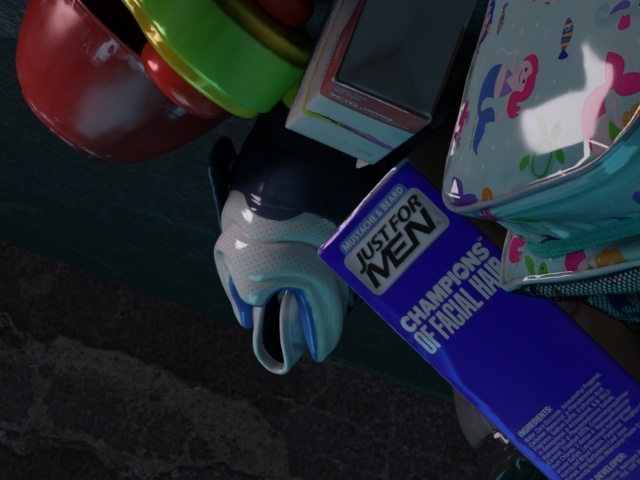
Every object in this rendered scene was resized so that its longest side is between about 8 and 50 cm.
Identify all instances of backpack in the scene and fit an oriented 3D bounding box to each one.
[{"bbox_3d":[0.184,-0.073,0.767,0.191,0.225,0.253,22,167,-30],"label":"backpack"}]

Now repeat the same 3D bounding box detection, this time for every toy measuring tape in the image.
[{"bbox_3d":[-0.105,-0.167,1.168,0.330,0.121,0.121,35,164,-33],"label":"toy measuring tape"}]

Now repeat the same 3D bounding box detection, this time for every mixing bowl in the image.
[{"bbox_3d":[-0.155,-0.122,1.324,0.181,0.098,0.181,40,-166,-12],"label":"mixing bowl"}]

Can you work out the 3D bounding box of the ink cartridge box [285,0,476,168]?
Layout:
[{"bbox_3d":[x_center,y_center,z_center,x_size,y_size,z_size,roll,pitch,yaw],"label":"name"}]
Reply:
[{"bbox_3d":[0.035,-0.118,1.128,0.067,0.115,0.198,22,169,-7],"label":"ink cartridge box"}]

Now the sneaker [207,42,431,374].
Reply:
[{"bbox_3d":[0.000,0.000,1.465,0.130,0.236,0.323,19,169,17],"label":"sneaker"}]

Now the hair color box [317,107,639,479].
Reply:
[{"bbox_3d":[0.176,0.065,1.267,0.339,0.110,0.185,43,-152,3],"label":"hair color box"}]

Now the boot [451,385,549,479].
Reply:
[{"bbox_3d":[0.189,0.092,1.449,0.338,0.118,0.222,19,-142,-57],"label":"boot"}]
